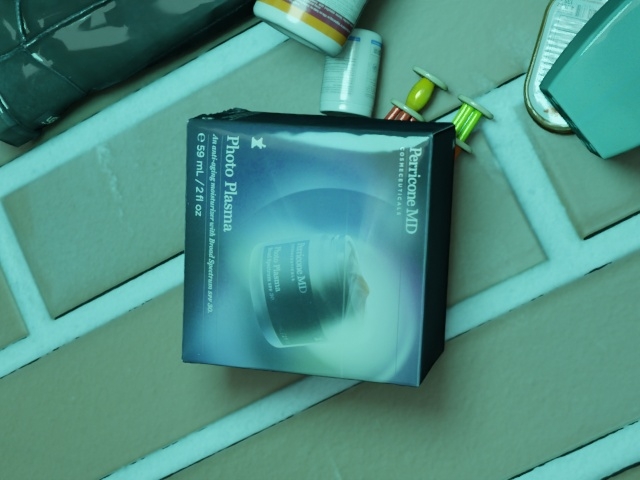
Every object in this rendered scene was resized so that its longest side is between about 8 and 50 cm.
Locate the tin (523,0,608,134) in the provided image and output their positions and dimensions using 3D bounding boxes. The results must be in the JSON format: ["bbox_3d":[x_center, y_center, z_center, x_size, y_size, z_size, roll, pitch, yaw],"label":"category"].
[{"bbox_3d":[0.312,-0.224,1.522,0.106,0.040,0.190,16,91,18],"label":"tin"}]

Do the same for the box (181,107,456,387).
[{"bbox_3d":[0.000,0.000,1.483,0.294,0.183,0.296,4,100,13],"label":"box"}]

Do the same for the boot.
[{"bbox_3d":[-0.301,-0.384,1.619,0.445,0.146,0.367,-29,90,14],"label":"boot"}]

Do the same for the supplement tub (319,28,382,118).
[{"bbox_3d":[0.038,-0.211,1.569,0.071,0.071,0.107,8,88,14],"label":"supplement tub"}]

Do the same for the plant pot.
[{"bbox_3d":[0.376,-0.210,1.417,0.234,0.165,0.166,-39,95,8],"label":"plant pot"}]

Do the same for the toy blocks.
[{"bbox_3d":[0.127,-0.126,1.550,0.123,0.054,0.148,35,95,14],"label":"toy blocks"}]

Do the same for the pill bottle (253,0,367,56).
[{"bbox_3d":[0.019,-0.344,1.494,0.121,0.121,0.221,29,93,14],"label":"pill bottle"}]
